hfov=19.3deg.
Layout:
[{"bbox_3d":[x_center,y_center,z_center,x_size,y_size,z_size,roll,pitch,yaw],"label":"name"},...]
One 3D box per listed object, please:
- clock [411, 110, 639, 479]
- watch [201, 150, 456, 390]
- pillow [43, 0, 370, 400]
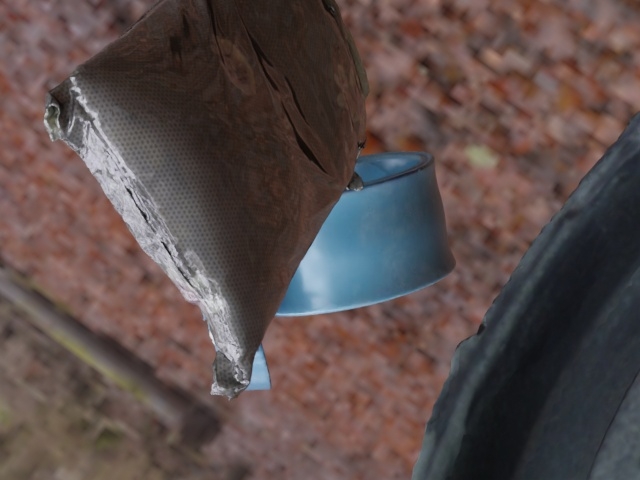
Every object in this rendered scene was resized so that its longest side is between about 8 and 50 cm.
[{"bbox_3d":[0.180,0.088,0.422,0.076,0.386,0.386,33,171,-40],"label":"clock"},{"bbox_3d":[0.000,0.000,1.380,0.211,0.193,0.211,167,90,-84],"label":"watch"},{"bbox_3d":[-0.031,-0.053,0.848,0.059,0.255,0.169,-18,111,23],"label":"pillow"}]
